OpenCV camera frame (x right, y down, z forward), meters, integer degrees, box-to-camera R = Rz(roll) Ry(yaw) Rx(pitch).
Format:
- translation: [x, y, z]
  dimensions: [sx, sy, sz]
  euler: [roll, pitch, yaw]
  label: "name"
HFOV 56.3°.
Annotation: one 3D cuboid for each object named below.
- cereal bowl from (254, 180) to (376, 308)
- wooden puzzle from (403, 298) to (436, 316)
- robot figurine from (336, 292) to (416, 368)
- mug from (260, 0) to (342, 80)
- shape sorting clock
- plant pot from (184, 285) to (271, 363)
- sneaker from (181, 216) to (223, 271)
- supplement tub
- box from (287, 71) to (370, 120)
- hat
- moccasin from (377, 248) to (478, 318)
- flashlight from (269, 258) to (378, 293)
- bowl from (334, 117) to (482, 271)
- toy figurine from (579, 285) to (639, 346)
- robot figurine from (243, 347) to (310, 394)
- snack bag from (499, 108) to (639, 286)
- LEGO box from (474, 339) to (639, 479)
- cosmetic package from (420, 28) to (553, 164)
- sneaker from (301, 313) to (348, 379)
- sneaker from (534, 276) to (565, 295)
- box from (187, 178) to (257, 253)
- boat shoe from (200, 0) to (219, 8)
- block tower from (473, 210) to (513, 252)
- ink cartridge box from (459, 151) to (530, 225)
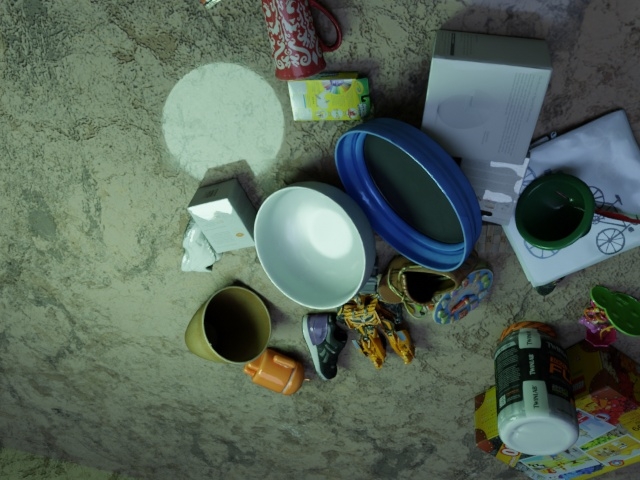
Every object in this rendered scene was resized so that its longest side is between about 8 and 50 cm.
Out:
- translation: [0.000, 0.000, 1.548]
  dimensions: [0.339, 0.141, 0.338]
  euler: [14, 118, 28]
  label: "cereal bowl"
- translation: [0.314, 0.201, 1.784]
  dimensions: [0.116, 0.014, 0.078]
  euler: [-22, 124, 29]
  label: "wooden puzzle"
- translation: [0.173, 0.272, 1.834]
  dimensions: [0.211, 0.085, 0.291]
  euler: [-17, 126, 25]
  label: "robot figurine"
- translation: [-0.047, -0.439, 1.237]
  dimensions: [0.113, 0.150, 0.169]
  euler: [25, 142, 43]
  label: "mug"
- translation: [0.392, 0.156, 1.634]
  dimensions: [0.206, 0.040, 0.206]
  euler: [-26, 146, -19]
  label: "shape sorting clock"
- translation: [-0.323, 0.286, 1.891]
  dimensions: [0.237, 0.237, 0.254]
  euler: [39, 143, -22]
  label: "plant pot"
- translation: [-0.336, 0.011, 1.724]
  dimensions: [0.115, 0.090, 0.232]
  euler: [11, 143, -6]
  label: "sneaker"
- translation: [0.598, 0.406, 1.684]
  dimensions: [0.207, 0.337, 0.207]
  euler: [6, 133, 7]
  label: "supplement tub"
- translation: [0.023, -0.325, 1.348]
  dimensions: [0.179, 0.043, 0.105]
  euler: [3, 132, 13]
  label: "box"
- translation: [0.571, -0.038, 1.336]
  dimensions: [0.184, 0.208, 0.172]
  euler: [18, 104, -40]
  label: "hat"
- translation: [0.261, 0.113, 1.573]
  dimensions: [0.139, 0.147, 0.380]
  euler: [41, 152, -15]
  label: "moccasin"
- translation: [0.010, 0.094, 1.689]
  dimensions: [0.304, 0.103, 0.103]
  euler: [2, 167, 5]
  label: "flashlight"
- translation: [0.195, -0.103, 1.345]
  dimensions: [0.391, 0.077, 0.391]
  euler: [43, 160, 19]
  label: "bowl"
- translation: [0.777, 0.225, 1.646]
  dimensions: [0.173, 0.130, 0.159]
  euler: [36, 144, 10]
  label: "toy figurine"
- translation: [-0.150, 0.451, 2.047]
  dimensions: [0.220, 0.128, 0.158]
  euler: [25, 98, -10]
  label: "robot figurine"
- translation: [0.574, -0.095, 1.352]
  dimensions: [0.343, 0.037, 0.323]
  euler: [-26, 98, 22]
  label: "snack bag"
- translation: [0.795, 0.557, 1.877]
  dimensions: [0.373, 0.193, 0.500]
  euler: [32, 131, -16]
  label: "LEGO box"
- translation: [0.331, -0.294, 1.238]
  dimensions: [0.225, 0.138, 0.224]
  euler: [9, 134, 7]
  label: "cosmetic package"
- translation: [0.035, 0.350, 1.930]
  dimensions: [0.124, 0.107, 0.283]
  euler: [-9, 130, 13]
  label: "sneaker"
- translation: [0.604, 0.089, 1.569]
  dimensions: [0.072, 0.077, 0.178]
  euler: [8, 134, 8]
  label: "sneaker"
- translation: [-0.254, -0.064, 1.619]
  dimensions: [0.130, 0.091, 0.170]
  euler: [-11, 128, 22]
  label: "box"
- translation: [-0.190, -0.514, 1.219]
  dimensions: [0.137, 0.049, 0.043]
  euler: [-12, 131, 26]
  label: "boat shoe"
- translation: [0.495, -0.029, 1.477]
  dimensions: [0.336, 0.097, 0.090]
  euler: [3, 133, 13]
  label: "block tower"
- translation: [0.383, -0.132, 1.363]
  dimensions: [0.146, 0.045, 0.179]
  euler: [14, 128, 11]
  label: "ink cartridge box"
